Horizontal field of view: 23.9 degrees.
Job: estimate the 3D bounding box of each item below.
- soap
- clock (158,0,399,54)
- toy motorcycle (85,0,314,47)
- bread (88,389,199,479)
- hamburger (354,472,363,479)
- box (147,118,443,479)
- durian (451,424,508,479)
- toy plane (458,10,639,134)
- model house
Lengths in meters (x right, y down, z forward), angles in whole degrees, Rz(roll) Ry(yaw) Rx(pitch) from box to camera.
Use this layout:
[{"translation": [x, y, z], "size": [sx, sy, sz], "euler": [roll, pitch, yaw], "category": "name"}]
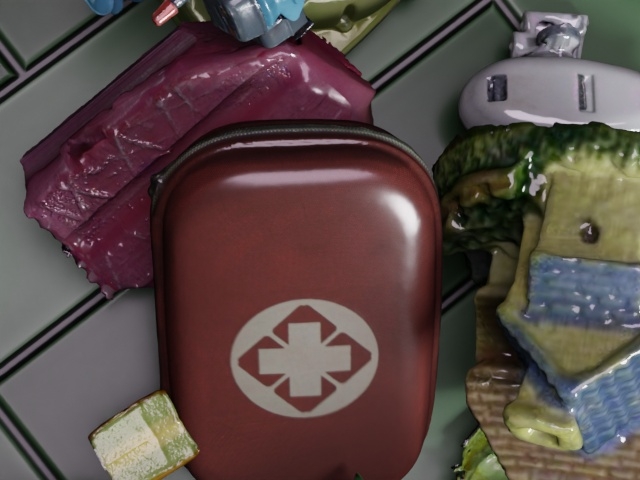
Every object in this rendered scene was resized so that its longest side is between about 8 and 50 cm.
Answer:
[{"translation": [-0.106, -0.085, 1.415], "size": [0.325, 0.127, 0.220], "euler": [-36, 118, 19], "category": "soap"}, {"translation": [-0.015, -0.335, 1.518], "size": [0.348, 0.117, 0.286], "euler": [-37, 91, -9], "category": "clock"}, {"translation": [-0.117, -0.255, 1.343], "size": [0.182, 0.123, 0.272], "euler": [-42, 49, -15], "category": "toy motorcycle"}, {"translation": [-0.160, 0.189, 1.431], "size": [0.084, 0.139, 0.074], "euler": [-31, 85, -2], "category": "bread"}, {"translation": [0.087, 0.324, 1.420], "size": [0.125, 0.214, 0.235], "euler": [-15, 86, -17], "category": "hamburger"}, {"translation": [-0.020, 0.076, 1.382], "size": [0.263, 0.108, 0.404], "euler": [-3, 122, -3], "category": "box"}, {"translation": [0.312, 0.197, 1.492], "size": [0.394, 0.163, 0.198], "euler": [-22, 85, -3], "category": "durian"}, {"translation": [0.264, -0.126, 1.535], "size": [0.252, 0.118, 0.252], "euler": [3, 66, -8], "category": "toy plane"}, {"translation": [0.212, 0.077, 1.377], "size": [0.261, 0.321, 0.266], "euler": [5, 67, 18], "category": "model house"}]
